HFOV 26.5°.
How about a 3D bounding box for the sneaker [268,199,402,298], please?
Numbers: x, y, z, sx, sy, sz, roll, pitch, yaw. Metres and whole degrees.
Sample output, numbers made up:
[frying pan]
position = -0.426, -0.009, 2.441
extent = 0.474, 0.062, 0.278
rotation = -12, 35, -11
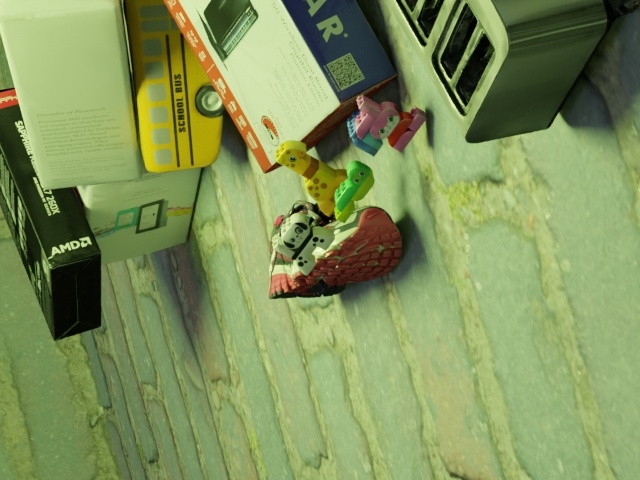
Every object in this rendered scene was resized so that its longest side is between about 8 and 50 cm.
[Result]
[sneaker]
position = 0.000, 0.000, 1.645
extent = 0.299, 0.121, 0.112
rotation = 156, 110, -65

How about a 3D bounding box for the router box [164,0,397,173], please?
[router box]
position = -0.076, -0.275, 1.595
extent = 0.335, 0.082, 0.301
rotation = 60, 158, 2

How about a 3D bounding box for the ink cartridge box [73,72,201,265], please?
[ink cartridge box]
position = -0.334, -0.118, 2.292
extent = 0.270, 0.197, 0.198
rotation = 110, 139, -57

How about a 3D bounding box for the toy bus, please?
[toy bus]
position = -0.204, -0.271, 1.922
extent = 0.108, 0.130, 0.332
rotation = -112, 16, -60

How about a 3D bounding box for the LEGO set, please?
[LEGO set]
position = 0.007, -0.085, 1.484
extent = 0.227, 0.093, 0.087
rotation = -53, 21, 22

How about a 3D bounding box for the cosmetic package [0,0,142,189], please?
[cosmetic package]
position = -0.357, -0.282, 1.948
extent = 0.453, 0.161, 0.230
rotation = 97, 165, -63

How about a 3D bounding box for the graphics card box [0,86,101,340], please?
[graphics card box]
position = -0.465, -0.047, 2.266
extent = 0.233, 0.094, 0.371
rotation = 103, 146, -53

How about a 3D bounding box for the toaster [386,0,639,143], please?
[toaster]
position = 0.149, -0.193, 1.136
extent = 0.168, 0.110, 0.185
rotation = 63, 156, 22

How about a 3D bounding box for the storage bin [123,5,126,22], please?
[storage bin]
position = -0.231, -0.289, 2.074
extent = 0.122, 0.084, 0.180
rotation = -167, 65, -67
